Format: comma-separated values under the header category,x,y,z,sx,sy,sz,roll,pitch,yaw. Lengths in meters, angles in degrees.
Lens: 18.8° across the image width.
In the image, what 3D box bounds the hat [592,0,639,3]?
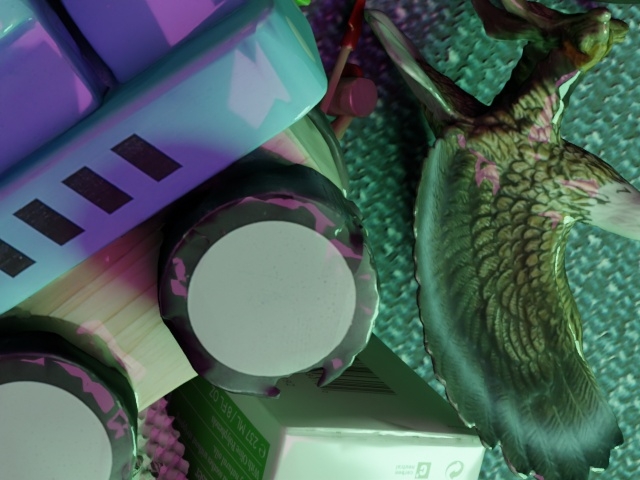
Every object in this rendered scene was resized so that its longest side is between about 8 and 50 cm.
category,x,y,z,sx,sy,sz,roll,pitch,yaw
hat,0.230,-0.246,1.185,0.331,0.331,0.134,-3,84,-23

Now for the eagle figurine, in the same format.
category,x,y,z,sx,sy,sz,roll,pitch,yaw
eagle figurine,0.133,-0.006,1.248,0.226,0.225,0.298,9,99,-38

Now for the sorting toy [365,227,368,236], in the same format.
category,x,y,z,sx,sy,sz,roll,pitch,yaw
sorting toy,0.000,0.000,1.315,0.062,0.012,0.083,8,110,-21

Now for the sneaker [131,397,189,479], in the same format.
category,x,y,z,sx,sy,sz,roll,pitch,yaw
sneaker,-0.186,0.068,1.208,0.146,0.102,0.293,-10,97,22

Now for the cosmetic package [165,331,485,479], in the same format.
category,x,y,z,sx,sy,sz,roll,pitch,yaw
cosmetic package,-0.030,0.256,1.299,0.155,0.197,0.365,6,106,-26

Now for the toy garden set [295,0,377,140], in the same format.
category,x,y,z,sx,sy,sz,roll,pitch,yaw
toy garden set,-0.044,-0.074,1.224,0.204,0.049,0.244,18,81,-44

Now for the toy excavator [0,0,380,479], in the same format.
category,x,y,z,sx,sy,sz,roll,pitch,yaw
toy excavator,-0.122,-0.141,0.943,0.433,0.222,0.445,-34,110,8
